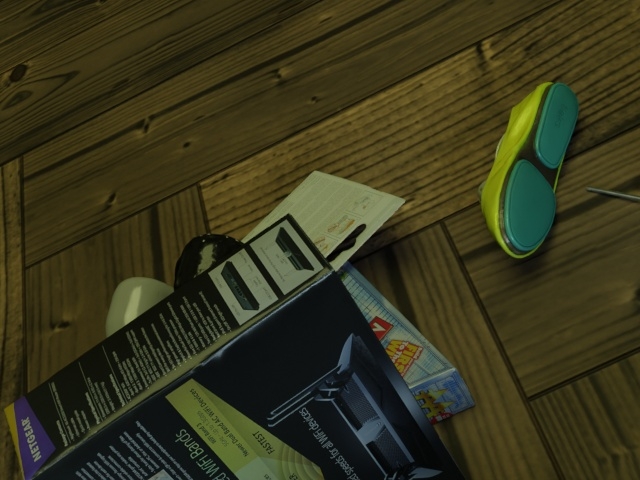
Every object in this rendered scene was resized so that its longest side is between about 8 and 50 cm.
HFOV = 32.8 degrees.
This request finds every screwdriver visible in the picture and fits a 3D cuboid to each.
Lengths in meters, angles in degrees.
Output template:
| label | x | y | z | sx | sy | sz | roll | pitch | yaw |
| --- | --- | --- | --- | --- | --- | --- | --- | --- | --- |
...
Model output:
| label | x | y | z | sx | sy | sz | roll | pitch | yaw |
| --- | --- | --- | --- | --- | --- | --- | --- | --- | --- |
| screwdriver | 0.321 | -0.033 | 1.015 | 0.170 | 0.025 | 0.024 | 12 | 58 | 49 |

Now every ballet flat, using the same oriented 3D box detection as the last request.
| label | x | y | z | sx | sy | sz | roll | pitch | yaw |
| --- | --- | --- | --- | --- | --- | --- | --- | --- | --- |
| ballet flat | 0.198 | -0.065 | 1.084 | 0.077 | 0.077 | 0.231 | -20 | 35 | 45 |

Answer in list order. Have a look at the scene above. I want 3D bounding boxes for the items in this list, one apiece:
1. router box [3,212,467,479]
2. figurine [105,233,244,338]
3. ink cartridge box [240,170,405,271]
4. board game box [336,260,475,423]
| label | x | y | z | sx | sy | sz | roll | pitch | yaw |
| --- | --- | --- | --- | --- | --- | --- | --- | --- | --- |
| router box | -0.044 | 0.164 | 0.820 | 0.243 | 0.309 | 0.081 | -34 | 41 | -4 |
| figurine | -0.154 | 0.123 | 1.061 | 0.215 | 0.092 | 0.209 | -27 | 40 | 43 |
| ink cartridge box | 0.000 | 0.000 | 1.126 | 0.145 | 0.045 | 0.179 | -45 | 33 | -14 |
| board game box | 0.032 | 0.131 | 0.993 | 0.194 | 0.060 | 0.194 | -47 | 43 | -17 |
